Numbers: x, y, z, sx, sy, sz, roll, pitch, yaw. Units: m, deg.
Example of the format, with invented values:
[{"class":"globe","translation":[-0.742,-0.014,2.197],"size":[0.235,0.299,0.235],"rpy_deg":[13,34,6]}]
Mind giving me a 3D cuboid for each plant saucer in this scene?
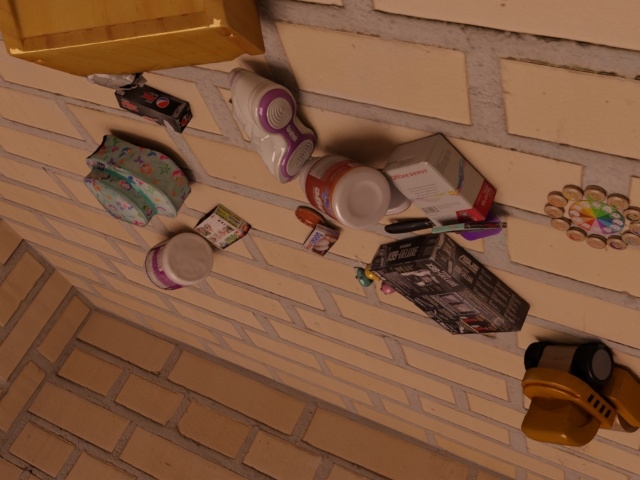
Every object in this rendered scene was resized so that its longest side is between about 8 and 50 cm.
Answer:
[{"class":"plant saucer","translation":[-0.025,-0.057,1.851],"size":[0.084,0.013,0.083],"rpy_deg":[25,157,11]}]

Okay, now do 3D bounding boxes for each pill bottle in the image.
[{"class":"pill bottle","translation":[-0.481,0.077,2.438],"size":[0.169,0.169,0.301],"rpy_deg":[38,156,-20]},{"class":"pill bottle","translation":[0.039,-0.103,1.459],"size":[0.121,0.121,0.216],"rpy_deg":[42,176,-28]}]

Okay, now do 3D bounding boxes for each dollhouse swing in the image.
[{"class":"dollhouse swing","translation":[-0.301,-0.445,1.156],"size":[0.347,0.304,0.315],"rpy_deg":[-5,-177,11]}]

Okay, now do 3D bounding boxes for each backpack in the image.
[{"class":"backpack","translation":[-0.483,-0.152,1.970],"size":[0.254,0.191,0.225],"rpy_deg":[12,151,23]}]

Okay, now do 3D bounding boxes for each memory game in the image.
[{"class":"memory game","translation":[0.489,-0.037,1.318],"size":[0.186,0.012,0.186],"rpy_deg":[23,156,11]}]

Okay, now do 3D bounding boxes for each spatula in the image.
[{"class":"spatula","translation":[0.250,-0.029,1.577],"size":[0.296,0.030,0.084],"rpy_deg":[-1,145,48]}]

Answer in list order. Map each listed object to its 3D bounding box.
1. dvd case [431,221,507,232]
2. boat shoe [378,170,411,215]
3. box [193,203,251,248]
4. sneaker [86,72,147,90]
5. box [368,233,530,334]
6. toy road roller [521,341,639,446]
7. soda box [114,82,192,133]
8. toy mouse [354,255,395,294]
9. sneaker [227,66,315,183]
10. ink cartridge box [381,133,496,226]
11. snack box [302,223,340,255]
[{"class":"dvd case","translation":[0.288,-0.025,1.432],"size":[0.119,0.013,0.087],"rpy_deg":[-3,177,-36]},{"class":"boat shoe","translation":[0.096,-0.084,1.565],"size":[0.268,0.096,0.088],"rpy_deg":[0,155,43]},{"class":"box","translation":[-0.289,-0.037,2.158],"size":[0.114,0.036,0.207],"rpy_deg":[35,156,-15]},{"class":"sneaker","translation":[-0.399,-0.333,1.468],"size":[0.115,0.105,0.281],"rpy_deg":[27,-167,-10]},{"class":"box","translation":[0.300,0.111,1.752],"size":[0.307,0.076,0.242],"rpy_deg":[37,155,-20]},{"class":"toy road roller","translation":[0.620,0.405,1.787],"size":[0.329,0.240,0.202],"rpy_deg":[40,155,-25]},{"class":"soda box","translation":[-0.380,-0.307,1.685],"size":[0.169,0.053,0.060],"rpy_deg":[24,156,11]},{"class":"toy mouse","translation":[0.148,0.114,1.985],"size":[0.161,0.031,0.143],"rpy_deg":[26,157,6]},{"class":"sneaker","translation":[-0.100,-0.235,1.494],"size":[0.152,0.114,0.305],"rpy_deg":[39,164,28]},{"class":"ink cartridge box","translation":[0.223,-0.110,1.390],"size":[0.175,0.072,0.127],"rpy_deg":[40,155,-25]},{"class":"snack box","translation":[0.000,0.000,1.906],"size":[0.064,0.022,0.178],"rpy_deg":[23,161,-5]}]
